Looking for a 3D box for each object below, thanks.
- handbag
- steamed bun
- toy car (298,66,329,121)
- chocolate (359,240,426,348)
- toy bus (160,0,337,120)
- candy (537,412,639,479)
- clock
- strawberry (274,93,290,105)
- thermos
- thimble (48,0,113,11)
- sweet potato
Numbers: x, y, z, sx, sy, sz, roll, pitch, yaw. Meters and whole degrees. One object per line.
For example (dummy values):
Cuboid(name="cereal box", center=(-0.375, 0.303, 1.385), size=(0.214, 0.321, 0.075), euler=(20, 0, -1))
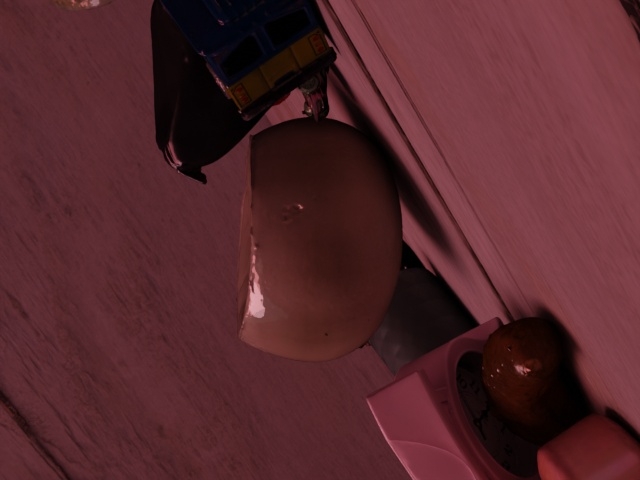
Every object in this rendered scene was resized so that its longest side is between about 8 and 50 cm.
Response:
Cuboid(name="handbag", center=(-0.132, -0.227, 1.968), size=(0.302, 0.178, 0.275), euler=(-139, 47, -77))
Cuboid(name="steamed bun", center=(0.000, 0.000, 1.890), size=(0.324, 0.206, 0.324), euler=(-176, 90, -84))
Cuboid(name="toy car", center=(-0.017, -0.212, 1.799), size=(0.069, 0.055, 0.142), euler=(79, 168, -64))
Cuboid(name="chocolate", center=(0.126, 0.143, 2.425), size=(0.206, 0.177, 0.224), euler=(55, 179, 20))
Cuboid(name="toy bus", center=(-0.120, -0.298, 1.655), size=(0.287, 0.138, 0.175), euler=(55, 179, 28))
Cuboid(name="candy", center=(0.314, 0.293, 1.439), size=(0.255, 0.094, 0.255), euler=(56, 178, 3))
Cuboid(name="clock", center=(0.204, 0.239, 1.643), size=(0.290, 0.080, 0.275), euler=(58, -151, 0))
Cuboid(name="strawberry", center=(-0.075, -0.261, 2.438), size=(0.083, 0.073, 0.073), euler=(-13, -116, -53))
Cuboid(name="thermos", center=(0.190, 0.181, 2.168), size=(0.182, 0.145, 0.286), euler=(12, -149, -44))
Cuboid(name="thimble", center=(-0.328, -0.470, 2.089), size=(0.150, 0.271, 0.271), euler=(54, 180, -41))
Cuboid(name="sweet potato", center=(0.221, 0.157, 1.545), size=(0.114, 0.092, 0.341), euler=(36, 169, 29))
